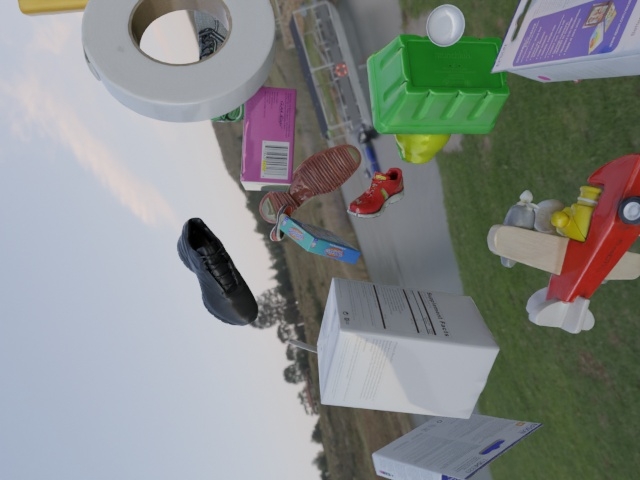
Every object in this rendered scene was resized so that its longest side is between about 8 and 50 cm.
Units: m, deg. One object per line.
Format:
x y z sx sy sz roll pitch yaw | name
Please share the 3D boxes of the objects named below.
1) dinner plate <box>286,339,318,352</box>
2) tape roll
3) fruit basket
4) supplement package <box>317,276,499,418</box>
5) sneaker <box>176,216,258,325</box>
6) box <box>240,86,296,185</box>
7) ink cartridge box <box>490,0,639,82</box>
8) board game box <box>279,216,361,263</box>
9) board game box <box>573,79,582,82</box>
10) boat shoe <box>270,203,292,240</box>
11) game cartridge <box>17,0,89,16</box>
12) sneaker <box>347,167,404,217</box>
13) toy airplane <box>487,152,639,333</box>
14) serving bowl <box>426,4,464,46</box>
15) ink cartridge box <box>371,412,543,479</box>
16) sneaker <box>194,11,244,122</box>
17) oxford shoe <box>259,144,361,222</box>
-0.030 0.310 1.455 0.141 0.141 0.017 69 -139 -75 | dinner plate
-0.287 -0.427 1.048 0.072 0.391 0.392 102 154 -71 | tape roll
0.312 -0.394 1.450 0.392 0.391 0.283 66 -161 -79 | fruit basket
0.153 0.205 0.972 0.175 0.292 0.178 -96 16 -63 | supplement package
-0.240 0.070 1.151 0.286 0.109 0.130 49 151 14 | sneaker
-0.124 -0.233 1.224 0.243 0.117 0.214 -173 86 -84 | box
0.365 -0.307 0.666 0.371 0.069 0.176 -123 52 -71 | ink cartridge box
0.000 0.000 1.545 0.210 0.047 0.160 18 -166 -43 | board game box
0.631 -0.495 1.104 0.145 0.281 0.027 49 -177 -8 | board game box
-0.120 -0.058 1.646 0.049 0.043 0.137 39 -118 -34 | boat shoe
-0.559 -0.690 1.177 0.053 0.323 0.286 -102 6 -79 | game cartridge
0.178 -0.163 1.645 0.279 0.107 0.119 -37 -45 -42 | sneaker
0.577 0.017 1.156 0.386 0.384 0.272 59 -179 -39 | toy airplane
0.269 -0.465 1.096 0.027 0.083 0.083 -94 -12 -71 | serving bowl
0.360 0.550 1.325 0.330 0.324 0.072 -15 89 55 | ink cartridge box
-0.294 -0.507 1.435 0.134 0.146 0.344 4 113 43 | sneaker
-0.040 -0.209 1.761 0.141 0.396 0.146 59 -175 -9 | oxford shoe
